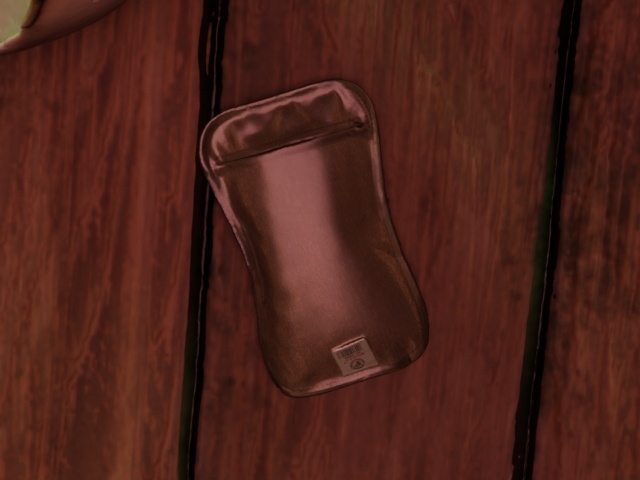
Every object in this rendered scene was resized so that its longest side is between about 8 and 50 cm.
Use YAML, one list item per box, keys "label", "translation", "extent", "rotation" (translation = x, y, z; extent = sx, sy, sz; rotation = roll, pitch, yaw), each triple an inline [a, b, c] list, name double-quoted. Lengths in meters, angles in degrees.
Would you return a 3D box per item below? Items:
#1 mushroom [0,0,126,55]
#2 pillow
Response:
- label: "mushroom"
  translation: [-0.177, -0.223, 0.944]
  extent: [0.173, 0.162, 0.236]
  rotation: [-17, 69, -38]
- label: "pillow"
  translation: [0.000, 0.000, 1.026]
  extent: [0.130, 0.033, 0.217]
  rotation: [-18, 100, -4]
